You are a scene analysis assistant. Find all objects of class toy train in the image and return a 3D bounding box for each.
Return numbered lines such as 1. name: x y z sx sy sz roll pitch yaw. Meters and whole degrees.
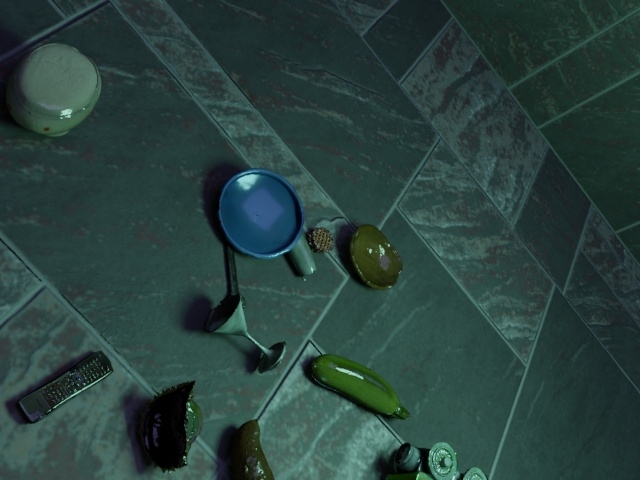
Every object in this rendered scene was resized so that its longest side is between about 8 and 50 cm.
1. toy train: 0.289 0.663 2.042 0.307 0.173 0.248 41 54 -21

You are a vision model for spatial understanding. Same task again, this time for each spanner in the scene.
1. spanner: -0.221 0.055 1.982 0.054 0.015 0.254 10 61 -39

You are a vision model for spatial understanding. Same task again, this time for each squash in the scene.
1. squash: 0.112 0.377 2.081 0.341 0.094 0.094 32 49 -25

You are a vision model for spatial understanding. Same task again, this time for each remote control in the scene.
1. remote control: -0.497 0.285 1.570 0.212 0.028 0.059 -32 89 -49

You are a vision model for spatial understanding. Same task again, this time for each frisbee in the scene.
1. frisbee: -0.156 -0.067 2.048 0.242 0.045 0.242 7 75 -25

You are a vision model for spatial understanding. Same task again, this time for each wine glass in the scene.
1. wine glass: -0.169 0.222 1.869 0.183 0.122 0.122 44 44 -21
2. wine glass: -0.081 -0.019 2.126 0.074 0.074 0.262 -25 89 -49

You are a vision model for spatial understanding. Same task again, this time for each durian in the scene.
1. durian: -0.308 0.390 1.668 0.108 0.119 0.186 57 34 -71

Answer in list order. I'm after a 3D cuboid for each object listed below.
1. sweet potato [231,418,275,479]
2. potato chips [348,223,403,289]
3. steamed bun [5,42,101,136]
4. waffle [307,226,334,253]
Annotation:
1. sweet potato: -0.122 0.565 1.736 0.114 0.092 0.341 -4 71 -63
2. potato chips: 0.149 0.053 2.316 0.208 0.062 0.195 0 74 -46
3. steamed bun: -0.585 -0.317 1.741 0.177 0.131 0.228 33 49 -15
4. waffle: 0.000 0.000 2.222 0.083 0.029 0.075 -12 74 -44
